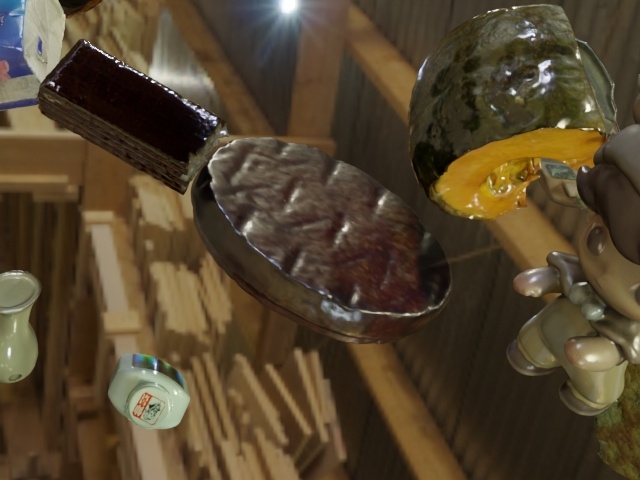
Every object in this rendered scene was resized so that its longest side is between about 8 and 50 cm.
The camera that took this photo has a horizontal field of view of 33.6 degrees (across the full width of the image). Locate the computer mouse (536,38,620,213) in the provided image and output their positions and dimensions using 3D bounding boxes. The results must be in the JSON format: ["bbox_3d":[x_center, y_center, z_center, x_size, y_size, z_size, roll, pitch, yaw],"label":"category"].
[{"bbox_3d":[0.425,-0.194,1.828,0.389,0.199,0.115,66,12,6],"label":"computer mouse"}]

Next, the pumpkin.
[{"bbox_3d":[0.263,-0.179,1.546,0.303,0.256,0.225,-27,-124,31],"label":"pumpkin"}]

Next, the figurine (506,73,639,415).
[{"bbox_3d":[0.332,0.026,1.061,0.248,0.203,0.380,57,-45,31],"label":"figurine"}]

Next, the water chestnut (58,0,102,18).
[{"bbox_3d":[-0.447,-0.529,1.728,0.302,0.350,0.350,45,-47,47],"label":"water chestnut"}]

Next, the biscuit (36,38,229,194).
[{"bbox_3d":[-0.252,-0.168,1.441,0.106,0.252,0.070,-59,177,-29],"label":"biscuit"}]

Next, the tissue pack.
[{"bbox_3d":[-0.549,-0.302,1.648,0.137,0.269,0.209,68,18,-56],"label":"tissue pack"}]

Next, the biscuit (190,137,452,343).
[{"bbox_3d":[0.000,0.000,1.537,0.091,0.407,0.407,-59,-144,28],"label":"biscuit"}]

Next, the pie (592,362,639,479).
[{"bbox_3d":[0.510,0.262,1.576,0.296,0.078,0.371,38,-31,43],"label":"pie"}]

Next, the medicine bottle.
[{"bbox_3d":[-0.265,0.236,1.642,0.083,0.121,0.229,-64,-170,-2],"label":"medicine bottle"}]

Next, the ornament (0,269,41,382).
[{"bbox_3d":[-0.388,0.112,1.318,0.081,0.075,0.156,32,-45,13],"label":"ornament"}]
